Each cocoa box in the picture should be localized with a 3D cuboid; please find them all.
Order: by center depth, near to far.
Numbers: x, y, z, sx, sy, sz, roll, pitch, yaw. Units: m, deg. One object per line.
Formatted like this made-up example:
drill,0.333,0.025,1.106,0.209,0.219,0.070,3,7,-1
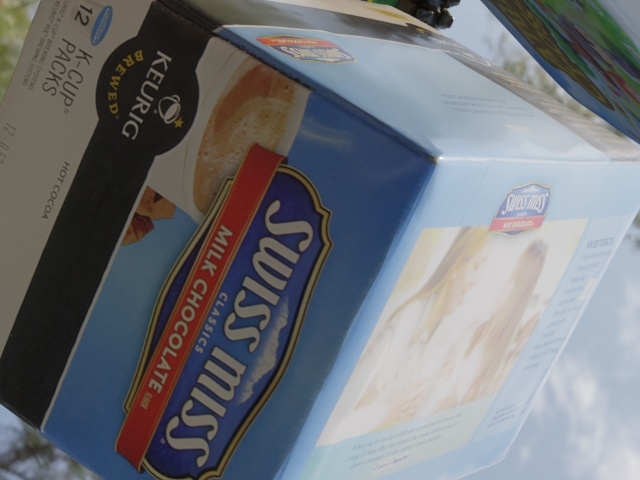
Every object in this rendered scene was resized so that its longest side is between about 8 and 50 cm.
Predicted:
cocoa box,0.000,0.000,0.898,0.228,0.347,0.231,33,-73,23

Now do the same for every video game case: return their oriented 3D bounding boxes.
video game case,0.086,-0.086,0.570,0.023,0.212,0.193,-47,-147,4

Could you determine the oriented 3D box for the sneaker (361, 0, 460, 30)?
sneaker,0.002,-0.107,1.256,0.134,0.343,0.146,16,-163,-25
